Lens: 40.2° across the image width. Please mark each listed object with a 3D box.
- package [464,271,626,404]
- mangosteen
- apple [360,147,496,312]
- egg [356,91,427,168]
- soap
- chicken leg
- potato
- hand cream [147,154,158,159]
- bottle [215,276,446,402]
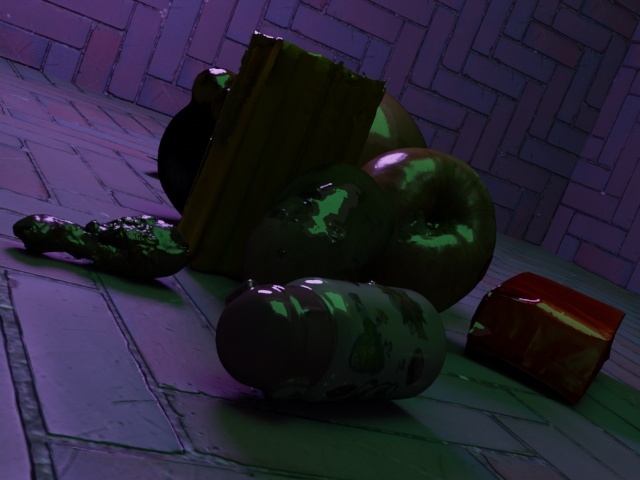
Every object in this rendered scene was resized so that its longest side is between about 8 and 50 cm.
[{"bbox_3d":[0.370,0.142,1.401,0.196,0.123,0.423,28,12,21],"label":"package"},{"bbox_3d":[-0.113,-0.142,1.357,0.275,0.302,0.275,9,34,-6],"label":"mangosteen"},{"bbox_3d":[0.132,-0.009,1.277,0.261,0.261,0.194,18,-26,-21],"label":"apple"},{"bbox_3d":[0.047,-0.139,1.607,0.301,0.301,0.374,11,55,-50],"label":"egg"},{"bbox_3d":[-0.058,-0.103,1.190,0.204,0.324,0.096,17,9,-40],"label":"soap"},{"bbox_3d":[-0.244,0.003,0.978,0.198,0.069,0.085,8,38,-32],"label":"chicken leg"},{"bbox_3d":[0.000,0.000,1.071,0.165,0.165,0.262,23,36,6],"label":"potato"},{"bbox_3d":[-0.192,-0.123,1.766,0.314,0.089,0.140,20,2,8],"label":"hand cream"},{"bbox_3d":[0.009,0.096,0.827,0.120,0.120,0.253,29,13,37],"label":"bottle"}]
